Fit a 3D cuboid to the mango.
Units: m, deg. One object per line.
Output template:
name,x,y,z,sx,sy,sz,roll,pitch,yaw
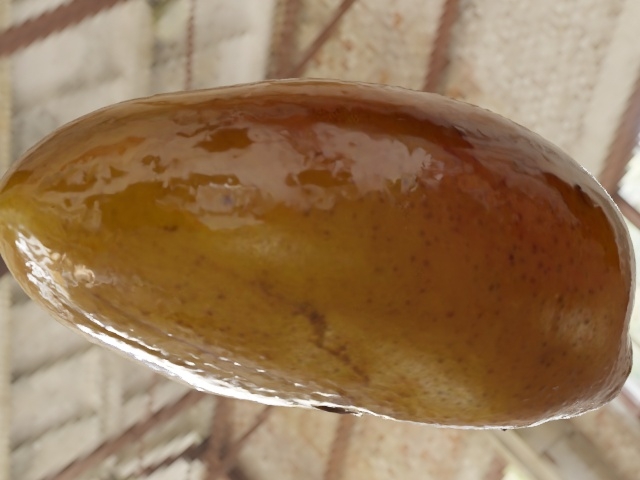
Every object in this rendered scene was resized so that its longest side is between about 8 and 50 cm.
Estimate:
mango,0.000,0.000,0.993,0.350,0.201,0.199,13,-60,-25
